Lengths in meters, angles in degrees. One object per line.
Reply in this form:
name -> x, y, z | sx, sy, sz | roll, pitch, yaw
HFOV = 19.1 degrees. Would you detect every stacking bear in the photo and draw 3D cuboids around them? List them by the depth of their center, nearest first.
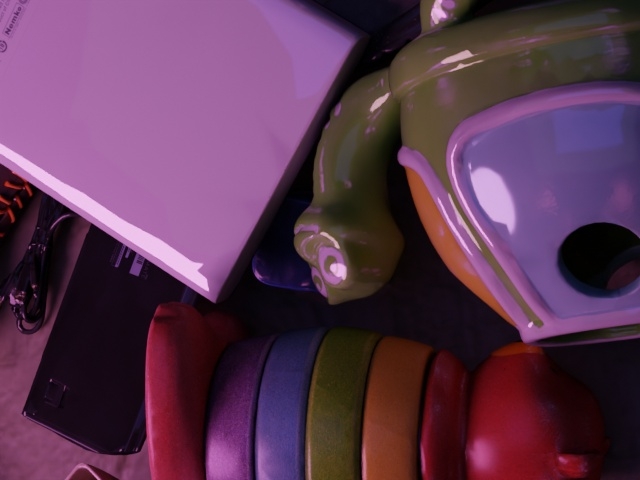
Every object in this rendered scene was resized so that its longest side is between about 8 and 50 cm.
stacking bear -> 0.046, 0.128, 1.268 | 0.289, 0.175, 0.164 | 0, 85, 14

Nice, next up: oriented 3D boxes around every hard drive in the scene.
hard drive -> -0.149, -0.130, 1.312 | 0.319, 0.040, 0.210 | 32, 106, 13

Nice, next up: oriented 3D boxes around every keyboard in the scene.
keyboard -> -0.145, -0.008, 1.400 | 0.202, 0.033, 0.317 | 19, 88, 40

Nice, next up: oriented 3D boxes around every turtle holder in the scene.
turtle holder -> 0.146, -0.050, 1.191 | 0.320, 0.243, 0.227 | -6, 82, -6

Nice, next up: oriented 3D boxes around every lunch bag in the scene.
lunch bag -> 0.000, 0.000, 1.348 | 0.098, 0.065, 0.067 | 11, 102, 21

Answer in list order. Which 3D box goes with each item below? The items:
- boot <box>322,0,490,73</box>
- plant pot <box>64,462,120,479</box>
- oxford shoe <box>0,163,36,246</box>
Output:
boot -> 0.065, -0.264, 1.279 | 0.338, 0.118, 0.222 | -33, 89, 28
plant pot -> -0.146, 0.233, 1.353 | 0.109, 0.096, 0.109 | 42, 98, 20
oxford shoe -> -0.263, -0.035, 1.438 | 0.098, 0.097, 0.271 | 1, 82, 19
